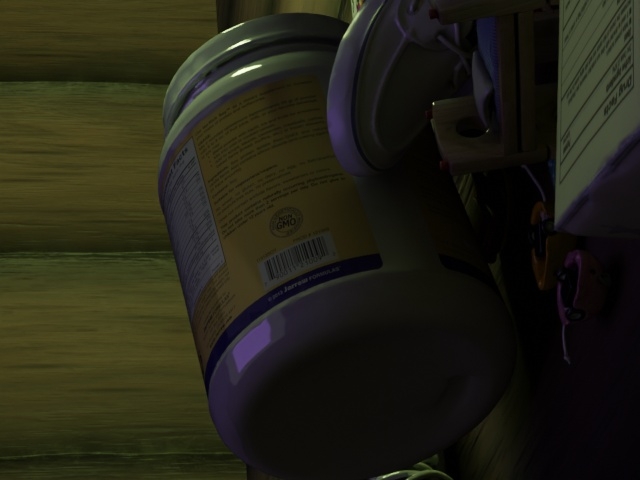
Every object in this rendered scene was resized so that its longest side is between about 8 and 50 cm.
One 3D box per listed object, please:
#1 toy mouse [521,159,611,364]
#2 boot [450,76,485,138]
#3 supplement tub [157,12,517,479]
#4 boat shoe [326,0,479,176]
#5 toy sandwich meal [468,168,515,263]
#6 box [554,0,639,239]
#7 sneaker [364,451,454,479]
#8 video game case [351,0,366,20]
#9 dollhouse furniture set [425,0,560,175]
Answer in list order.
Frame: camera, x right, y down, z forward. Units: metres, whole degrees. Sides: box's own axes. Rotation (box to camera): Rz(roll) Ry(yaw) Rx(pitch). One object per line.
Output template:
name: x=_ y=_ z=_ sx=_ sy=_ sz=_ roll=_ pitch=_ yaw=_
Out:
toy mouse: x=0.174 y=-0.004 z=0.987 sx=0.143 sy=0.031 sz=0.161 roll=117 pitch=152 yaw=-70
boot: x=0.115 y=-0.156 z=1.277 sx=0.190 sy=0.076 sz=0.209 roll=102 pitch=158 yaw=-60
supplement tub: x=0.000 y=0.000 z=1.197 sx=0.241 sy=0.241 sz=0.331 roll=101 pitch=158 yaw=-48
boat shoe: x=0.088 y=-0.160 z=1.085 sx=0.084 sy=0.095 sz=0.258 roll=3 pitch=62 yaw=43
toy sandwich meal: x=0.136 y=-0.025 z=1.221 sx=0.085 sy=0.029 sz=0.086 roll=180 pitch=90 yaw=-81
box: x=0.175 y=-0.126 z=0.613 sx=0.148 sy=0.126 sz=0.232 roll=106 pitch=167 yaw=-75
sneaker: x=0.078 y=0.185 z=1.299 sx=0.257 sy=0.169 sz=0.448 roll=150 pitch=112 yaw=-69
video game case: x=0.068 y=-0.345 z=1.613 sx=0.232 sy=0.041 sz=0.210 roll=109 pitch=158 yaw=-63
dollhouse furniture set: x=0.121 y=-0.155 z=0.940 sx=0.184 sy=0.128 sz=0.129 roll=-100 pitch=1 yaw=-47
